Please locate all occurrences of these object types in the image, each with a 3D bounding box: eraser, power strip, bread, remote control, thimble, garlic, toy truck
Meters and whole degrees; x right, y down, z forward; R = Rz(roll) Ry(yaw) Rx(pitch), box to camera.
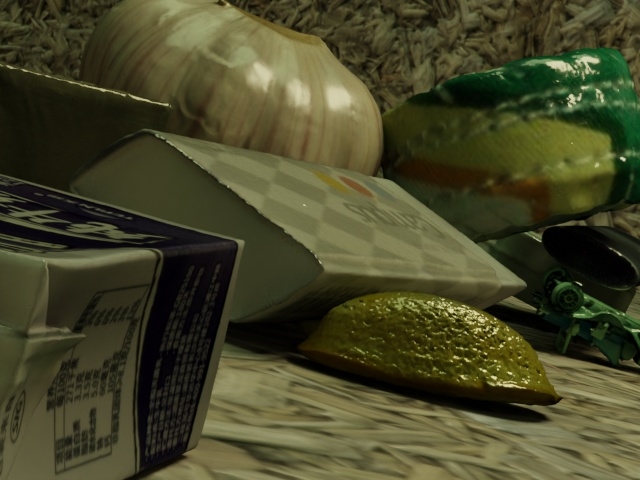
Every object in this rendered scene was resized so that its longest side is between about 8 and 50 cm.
[{"bbox_3d":[0.000,-0.001,1.239,0.213,0.082,0.397,38,14,25],"label":"eraser"},{"bbox_3d":[0.219,0.039,1.855,0.261,0.141,0.229,28,4,-5],"label":"power strip"},{"bbox_3d":[0.078,0.071,1.080,0.187,0.065,0.149,11,-2,2],"label":"bread"},{"bbox_3d":[0.321,0.016,1.718,0.107,0.044,0.377,24,8,15],"label":"remote control"},{"bbox_3d":[0.195,-0.088,1.609,0.254,0.167,0.288,-10,-5,-44],"label":"thimble"},{"bbox_3d":[-0.101,-0.110,1.602,0.317,0.259,0.317,14,0,0],"label":"garlic"},{"bbox_3d":[0.280,0.092,1.540,0.154,0.078,0.080,27,10,-6],"label":"toy truck"}]

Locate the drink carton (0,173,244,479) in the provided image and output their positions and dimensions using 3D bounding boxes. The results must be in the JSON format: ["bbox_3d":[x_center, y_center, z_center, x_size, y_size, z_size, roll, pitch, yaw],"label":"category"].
[{"bbox_3d":[-0.129,0.033,0.586,0.134,0.102,0.222,17,6,13],"label":"drink carton"}]

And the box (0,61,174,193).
[{"bbox_3d":[-0.264,-0.070,1.242,0.231,0.149,0.155,12,5,-35],"label":"box"}]
